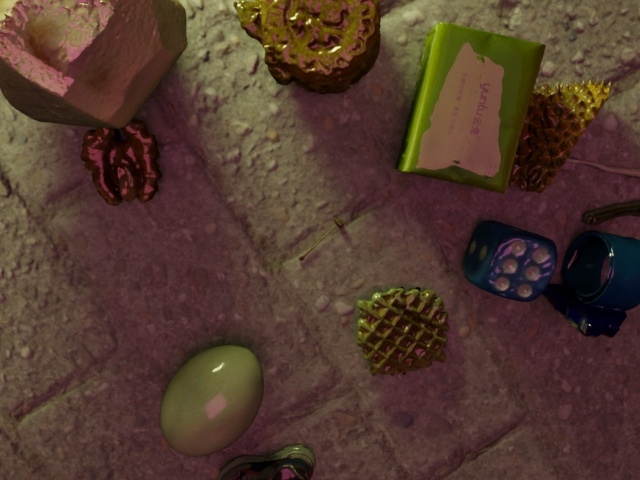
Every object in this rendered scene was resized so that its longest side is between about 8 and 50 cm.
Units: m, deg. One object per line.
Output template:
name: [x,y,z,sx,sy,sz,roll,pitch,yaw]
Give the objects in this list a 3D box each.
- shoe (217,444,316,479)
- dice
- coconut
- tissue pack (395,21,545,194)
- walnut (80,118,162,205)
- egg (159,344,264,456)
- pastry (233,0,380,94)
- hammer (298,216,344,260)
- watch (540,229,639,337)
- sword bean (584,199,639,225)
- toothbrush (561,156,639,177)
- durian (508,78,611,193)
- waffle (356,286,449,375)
shoe: [-0.115,0.541,1.179,0.227,0.125,0.099,-15,106,-5]
dice: [0.395,0.040,1.123,0.146,0.146,0.143,16,102,-6]
coconut: [-0.401,-0.336,0.877,0.297,0.297,0.309,37,92,-13]
tissue pack: [0.277,-0.248,1.028,0.200,0.167,0.275,12,101,-1]
walnut: [-0.380,-0.155,1.028,0.142,0.069,0.170,-5,104,-7]
egg: [-0.219,0.324,1.087,0.186,0.186,0.253,34,98,-12]
pastry: [-0.003,-0.393,1.001,0.235,0.132,0.240,-32,97,10]
hammer: [0.000,0.000,1.134,0.123,0.014,0.029,-44,95,6]
watch: [0.598,0.084,1.133,0.171,0.196,0.200,9,108,-18]
sword bean: [0.719,-0.069,1.192,0.269,0.038,0.043,-8,78,-5]
toothbrush: [0.650,-0.151,1.171,0.307,0.025,0.030,8,109,-8]
durian: [0.461,-0.230,1.089,0.186,0.154,0.261,20,83,22]
waffle: [0.183,0.201,1.176,0.214,0.054,0.208,-12,100,-10]
